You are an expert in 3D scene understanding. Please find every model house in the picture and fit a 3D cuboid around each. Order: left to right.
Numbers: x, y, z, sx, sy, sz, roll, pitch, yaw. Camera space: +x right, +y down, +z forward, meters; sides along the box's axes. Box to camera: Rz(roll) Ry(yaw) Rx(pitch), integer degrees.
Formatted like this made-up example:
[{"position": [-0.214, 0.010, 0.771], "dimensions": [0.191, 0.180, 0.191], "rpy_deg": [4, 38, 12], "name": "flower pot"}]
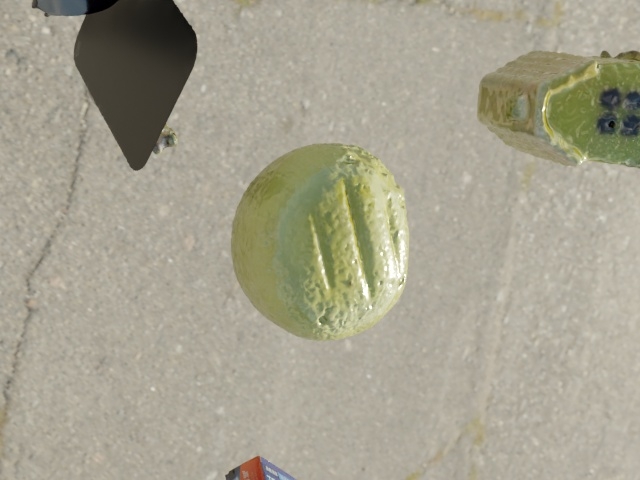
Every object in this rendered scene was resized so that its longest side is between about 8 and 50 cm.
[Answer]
[{"position": [0.348, -0.199, 1.351], "dimensions": [0.234, 0.193, 0.174], "rpy_deg": [6, 103, -19], "name": "model house"}]

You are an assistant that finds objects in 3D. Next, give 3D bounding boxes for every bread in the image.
[{"position": [0.004, 0.002, 1.529], "dimensions": [0.321, 0.237, 0.320], "rpy_deg": [-3, 100, -18], "name": "bread"}]

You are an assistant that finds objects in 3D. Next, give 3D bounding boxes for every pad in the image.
[{"position": [-0.265, -0.323, 1.499], "dimensions": [0.063, 0.375, 0.315], "rpy_deg": [6, 127, -39], "name": "pad"}]

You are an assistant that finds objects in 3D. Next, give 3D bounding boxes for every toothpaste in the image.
[{"position": [-0.026, 0.415, 1.408], "dimensions": [0.066, 0.076, 0.320], "rpy_deg": [-31, 138, 13], "name": "toothpaste"}]

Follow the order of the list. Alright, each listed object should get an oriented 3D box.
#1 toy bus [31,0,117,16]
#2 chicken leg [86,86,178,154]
[{"position": [-0.371, -0.503, 1.323], "dimensions": [0.171, 0.162, 0.386], "rpy_deg": [-16, 149, -11], "name": "toy bus"}, {"position": [-0.431, -0.331, 2.109], "dimensions": [0.361, 0.140, 0.211], "rpy_deg": [60, 19, -78], "name": "chicken leg"}]
